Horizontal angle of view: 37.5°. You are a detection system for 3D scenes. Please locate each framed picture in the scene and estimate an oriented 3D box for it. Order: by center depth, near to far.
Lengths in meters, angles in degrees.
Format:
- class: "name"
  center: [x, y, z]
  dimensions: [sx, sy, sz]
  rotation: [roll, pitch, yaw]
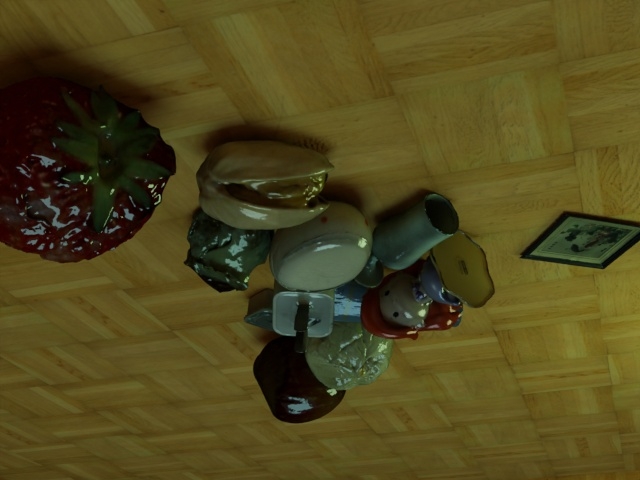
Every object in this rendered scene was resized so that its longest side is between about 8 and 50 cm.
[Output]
- class: "framed picture"
  center: [0.528, 0.004, 1.885]
  dimensions: [0.199, 0.010, 0.195]
  rotation: [8, 151, -14]

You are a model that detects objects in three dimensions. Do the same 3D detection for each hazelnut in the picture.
- class: "hazelnut"
  center: [-0.047, 0.323, 2.271]
  dimensions: [0.218, 0.234, 0.218]
  rotation: [-15, 134, -16]

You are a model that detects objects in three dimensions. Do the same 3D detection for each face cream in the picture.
- class: "face cream"
  center: [0.120, 0.135, 2.048]
  dimensions: [0.385, 0.086, 0.135]
  rotation: [7, 116, -12]

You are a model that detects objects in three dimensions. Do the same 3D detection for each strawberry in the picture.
- class: "strawberry"
  center: [-0.411, -0.093, 1.428]
  dimensions: [0.310, 0.292, 0.292]
  rotation: [-31, 139, 34]

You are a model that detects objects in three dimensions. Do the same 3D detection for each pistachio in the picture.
- class: "pistachio"
  center: [-0.091, -0.094, 1.568]
  dimensions: [0.229, 0.157, 0.157]
  rotation: [1, 152, -14]

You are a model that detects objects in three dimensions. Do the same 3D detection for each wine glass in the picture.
- class: "wine glass"
  center: [0.152, -0.001, 1.781]
  dimensions: [0.103, 0.103, 0.231]
  rotation: [19, 144, -31]

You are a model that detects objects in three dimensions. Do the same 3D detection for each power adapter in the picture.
- class: "power adapter"
  center: [-0.033, 0.128, 1.877]
  dimensions: [0.125, 0.205, 0.130]
  rotation: [4, 131, 0]

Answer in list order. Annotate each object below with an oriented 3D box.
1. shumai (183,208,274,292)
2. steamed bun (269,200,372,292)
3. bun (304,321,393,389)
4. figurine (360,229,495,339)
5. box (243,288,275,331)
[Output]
- class: "shumai"
  center: [-0.170, 0.021, 1.779]
  dimensions: [0.184, 0.142, 0.184]
  rotation: [0, 155, 0]
- class: "steamed bun"
  center: [0.000, 0.000, 1.749]
  dimensions: [0.177, 0.131, 0.228]
  rotation: [6, 149, -23]
- class: "bun"
  center: [0.074, 0.251, 2.133]
  dimensions: [0.220, 0.134, 0.220]
  rotation: [-11, 118, -21]
- class: "figurine"
  center: [0.218, 0.108, 1.902]
  dimensions: [0.181, 0.208, 0.257]
  rotation: [47, 137, -7]
- class: "box"
  center: [-0.102, 0.159, 2.118]
  dimensions: [0.122, 0.062, 0.089]
  rotation: [22, 145, -33]
